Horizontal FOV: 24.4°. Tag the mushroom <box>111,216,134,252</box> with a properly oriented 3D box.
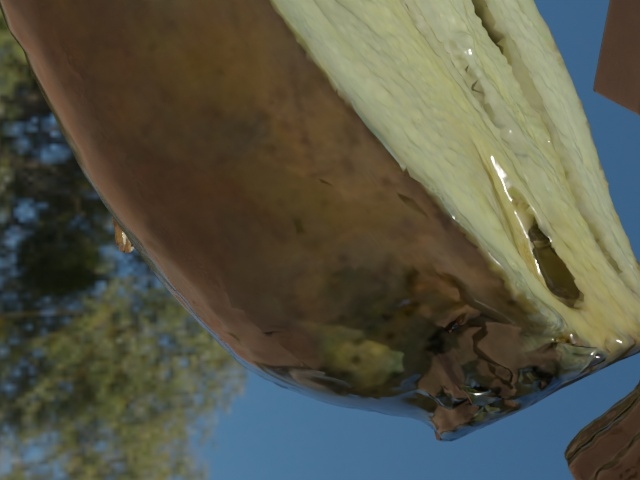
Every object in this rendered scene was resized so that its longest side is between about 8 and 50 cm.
[{"bbox_3d":[-0.207,-0.012,1.561,0.101,0.019,0.049,-86,165,-85],"label":"mushroom"}]

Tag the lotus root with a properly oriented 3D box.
[{"bbox_3d":[0.018,-0.035,0.609,0.149,0.267,0.260,-32,-88,28],"label":"lotus root"}]

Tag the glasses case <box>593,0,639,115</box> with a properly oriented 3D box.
[{"bbox_3d":[0.234,-0.182,1.018,0.072,0.042,0.190,41,-49,51],"label":"glasses case"}]

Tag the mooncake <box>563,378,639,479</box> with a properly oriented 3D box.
[{"bbox_3d":[0.415,0.270,1.506,0.187,0.324,0.324,-45,-144,3],"label":"mooncake"}]
